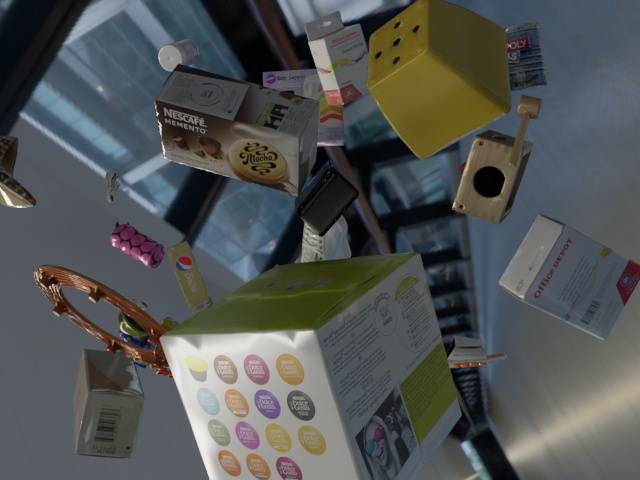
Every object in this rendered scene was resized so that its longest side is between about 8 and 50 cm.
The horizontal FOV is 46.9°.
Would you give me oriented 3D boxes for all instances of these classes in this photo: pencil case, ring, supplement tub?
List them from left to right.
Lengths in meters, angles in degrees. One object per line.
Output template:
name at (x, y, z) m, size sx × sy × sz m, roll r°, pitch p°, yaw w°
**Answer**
ring at (-0.424, 0.162, 1.456) m, size 0.337 × 0.032 × 0.336 m, roll 23°, pitch 151°, yaw 14°
pencil case at (-0.629, 0.015, 2.549) m, size 0.209 × 0.098 × 0.095 m, roll 29°, pitch 149°, yaw 25°
supplement tub at (-0.367, -0.481, 1.913) m, size 0.071 × 0.071 × 0.107 m, roll 59°, pitch -155°, yaw -13°

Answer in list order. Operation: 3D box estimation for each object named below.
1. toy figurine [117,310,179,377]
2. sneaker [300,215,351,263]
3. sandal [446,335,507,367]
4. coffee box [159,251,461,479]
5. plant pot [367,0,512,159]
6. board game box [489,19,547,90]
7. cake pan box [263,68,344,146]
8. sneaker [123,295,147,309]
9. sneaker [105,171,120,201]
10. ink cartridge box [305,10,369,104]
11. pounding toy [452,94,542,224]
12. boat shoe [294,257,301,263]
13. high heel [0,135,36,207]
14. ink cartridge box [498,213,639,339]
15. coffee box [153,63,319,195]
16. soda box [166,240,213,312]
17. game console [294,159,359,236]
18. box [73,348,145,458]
toy figurine at (-0.552, 0.350, 2.267) m, size 0.362 × 0.217 × 0.191 m, roll 37°, pitch -142°, yaw -50°
sneaker at (0.000, 0.000, 1.821) m, size 0.106 × 0.123 × 0.290 m, roll 28°, pitch 155°, yaw 33°
sandal at (0.310, 0.265, 1.748) m, size 0.102 × 0.266 × 0.076 m, roll 101°, pitch 164°, yaw -80°
coffee box at (-0.004, 0.235, 1.273) m, size 0.338 × 0.338 × 0.334 m, roll -31°, pitch -71°, yaw -50°
plant pot at (0.201, -0.313, 1.350) m, size 0.187 × 0.212 × 0.212 m, roll 29°, pitch -129°, yaw -33°
board game box at (0.416, -0.440, 1.717) m, size 0.060 × 0.194 × 0.194 m, roll -15°, pitch -84°, yaw -72°
cake pan box at (-0.058, -0.425, 2.374) m, size 0.070 × 0.267 × 0.245 m, roll 68°, pitch -159°, yaw -83°
sneaker at (-0.594, 0.210, 2.338) m, size 0.109 × 0.040 × 0.043 m, roll 19°, pitch -136°, yaw -50°
sneaker at (-0.548, -0.142, 1.953) m, size 0.032 × 0.037 × 0.083 m, roll -26°, pitch 66°, yaw 59°
ink cartridge box at (0.049, -0.431, 1.732) m, size 0.067 × 0.115 × 0.198 m, roll 12°, pitch 127°, yaw 54°
pounding toy at (0.282, -0.140, 1.192) m, size 0.094 × 0.205 × 0.181 m, roll 20°, pitch -161°, yaw 18°
boat shoe at (-0.066, 0.174, 2.611) m, size 0.083 × 0.076 × 0.226 m, roll 33°, pitch -114°, yaw -59°
high heel at (-0.780, -0.185, 1.889) m, size 0.261 × 0.186 × 0.093 m, roll 26°, pitch 138°, yaw 17°
ink cartridge box at (0.659, 0.095, 1.929) m, size 0.306 × 0.226 × 0.131 m, roll 26°, pitch -173°, yaw -22°
coffee box at (-0.162, -0.218, 1.455) m, size 0.168 × 0.297 × 0.118 m, roll 95°, pitch -165°, yaw -53°
soda box at (-0.350, 0.098, 1.972) m, size 0.058 × 0.061 × 0.181 m, roll 91°, pitch 156°, yaw -70°
game console at (0.010, -0.087, 1.485) m, size 0.071 × 0.122 × 0.107 m, roll 37°, pitch -165°, yaw -17°
box at (-0.481, 0.358, 1.657) m, size 0.311 × 0.121 × 0.147 m, roll -160°, pitch 81°, yaw -69°
